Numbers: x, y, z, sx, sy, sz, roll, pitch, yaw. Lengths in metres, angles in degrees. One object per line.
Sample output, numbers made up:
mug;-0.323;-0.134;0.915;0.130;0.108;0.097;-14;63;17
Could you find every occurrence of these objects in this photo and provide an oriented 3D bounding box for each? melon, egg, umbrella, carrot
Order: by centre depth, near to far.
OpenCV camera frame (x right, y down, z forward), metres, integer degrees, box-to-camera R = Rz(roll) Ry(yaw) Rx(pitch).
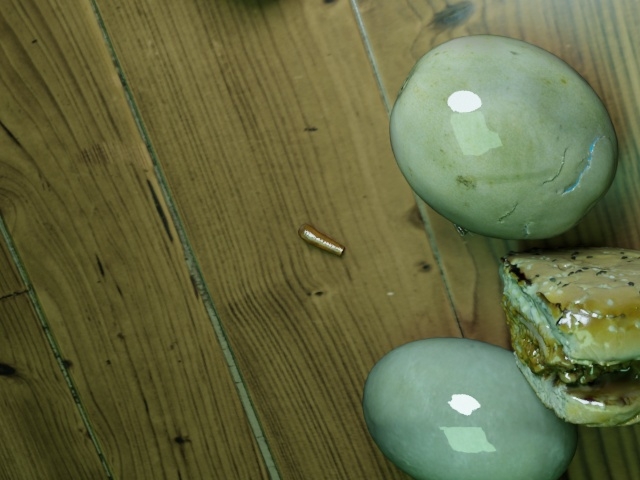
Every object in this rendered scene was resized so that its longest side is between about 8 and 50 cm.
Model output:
melon;0.258;-0.138;1.026;0.330;0.268;0.268;27;120;-7
egg;0.235;0.287;1.193;0.352;0.258;0.258;11;113;34
umbrella;0.226;-0.035;1.218;0.083;0.031;0.020;51;154;5
carrot;0.000;0.000;1.342;0.093;0.032;0.032;29;118;10

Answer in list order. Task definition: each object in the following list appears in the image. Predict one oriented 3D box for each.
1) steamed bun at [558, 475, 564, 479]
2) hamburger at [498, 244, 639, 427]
steamed bun;0.358;0.445;1.283;0.145;0.106;0.175;-1;94;33
hamburger;0.407;0.118;1.032;0.277;0.318;0.195;-7;105;-5
